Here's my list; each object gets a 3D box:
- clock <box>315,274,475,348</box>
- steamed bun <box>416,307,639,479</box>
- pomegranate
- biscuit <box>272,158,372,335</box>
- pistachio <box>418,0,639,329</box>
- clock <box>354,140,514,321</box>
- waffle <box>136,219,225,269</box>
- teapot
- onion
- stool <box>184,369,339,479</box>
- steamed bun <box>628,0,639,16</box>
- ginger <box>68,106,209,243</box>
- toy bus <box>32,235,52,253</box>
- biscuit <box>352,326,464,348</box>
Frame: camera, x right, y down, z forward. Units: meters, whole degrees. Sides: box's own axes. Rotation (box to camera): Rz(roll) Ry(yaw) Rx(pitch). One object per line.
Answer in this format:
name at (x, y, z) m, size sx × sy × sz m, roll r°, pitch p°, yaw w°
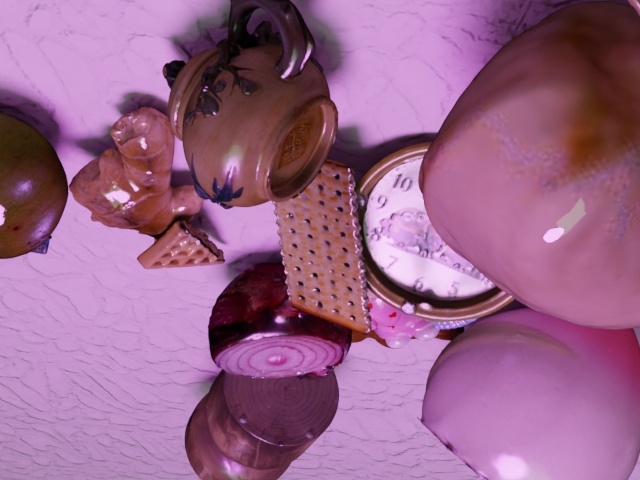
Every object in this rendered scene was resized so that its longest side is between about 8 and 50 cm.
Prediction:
clock at (0.096, 0.043, 1.694) m, size 0.194 × 0.100 × 0.195 m, roll -19°, pitch 141°, yaw 32°
steamed bun at (0.306, 0.208, 1.788) m, size 0.309 × 0.309 × 0.309 m, roll 7°, pitch 151°, yaw 4°
pomegranate at (-0.393, -0.059, 1.544) m, size 0.179 × 0.179 × 0.210 m, roll -11°, pitch -170°, yaw 31°
biscuit at (0.000, 0.000, 1.573) m, size 0.139 × 0.016 × 0.231 m, roll 18°, pitch 129°, yaw 38°
pistachio at (0.289, -0.061, 1.307) m, size 0.365 × 0.281 × 0.445 m, roll -20°, pitch 155°, yaw 28°
clock at (0.144, -0.016, 1.558) m, size 0.237 × 0.057 × 0.237 m, roll 4°, pitch 118°, yaw 8°
waffle at (-0.149, 0.004, 1.694) m, size 0.153 × 0.023 × 0.097 m, roll -2°, pitch 152°, yaw -49°
teapot at (-0.085, -0.142, 1.376) m, size 0.182 × 0.173 × 0.269 m, roll 31°, pitch 132°, yaw 23°
onion at (-0.048, 0.091, 1.776) m, size 0.195 × 0.140 × 0.218 m, roll 7°, pitch 151°, yaw -4°
stool at (-0.094, 0.270, 2.066) m, size 0.179 × 0.179 × 0.264 m, roll 16°, pitch 150°, yaw -12°
steamed bun at (0.302, -0.263, 1.082) m, size 0.231 × 0.110 × 0.212 m, roll 5°, pitch 134°, yaw 13°
ginger at (-0.210, -0.050, 1.635) m, size 0.148 × 0.081 × 0.333 m, roll -25°, pitch 151°, yaw 0°
toy bus at (-0.374, -0.017, 1.767) m, size 0.038 × 0.046 × 0.083 m, roll 11°, pitch 148°, yaw -5°
biscuit at (0.090, 0.111, 1.881) m, size 0.205 × 0.031 × 0.138 m, roll -11°, pitch 145°, yaw 30°
